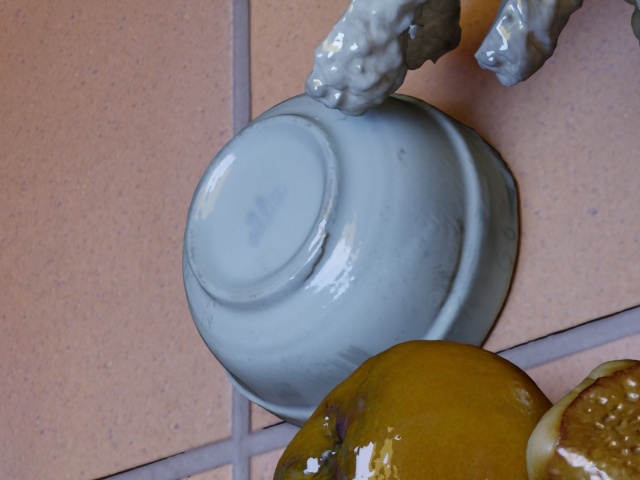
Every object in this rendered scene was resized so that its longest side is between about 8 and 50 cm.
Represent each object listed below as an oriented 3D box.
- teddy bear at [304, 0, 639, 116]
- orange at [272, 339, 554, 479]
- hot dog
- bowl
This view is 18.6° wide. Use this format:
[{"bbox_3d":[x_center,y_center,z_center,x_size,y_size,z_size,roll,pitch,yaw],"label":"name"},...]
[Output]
[{"bbox_3d":[0.233,-0.180,1.524,0.362,0.327,0.375,35,123,9],"label":"teddy bear"},{"bbox_3d":[0.074,0.187,1.459,0.249,0.183,0.249,-32,45,39],"label":"orange"},{"bbox_3d":[0.267,0.198,1.335,0.257,0.153,0.150,27,56,34],"label":"hot dog"},{"bbox_3d":[0.000,0.000,1.667,0.307,0.163,0.307,-19,58,34],"label":"bowl"}]
